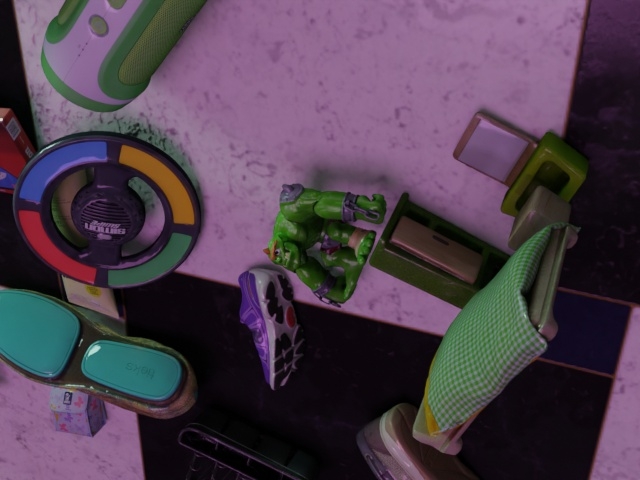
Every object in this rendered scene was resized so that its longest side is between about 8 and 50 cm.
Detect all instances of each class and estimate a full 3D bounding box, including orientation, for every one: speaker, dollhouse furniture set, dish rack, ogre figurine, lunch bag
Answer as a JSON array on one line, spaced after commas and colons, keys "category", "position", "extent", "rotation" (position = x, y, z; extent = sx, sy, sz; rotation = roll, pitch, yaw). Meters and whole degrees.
[{"category": "speaker", "position": [-0.178, -0.265, 0.939], "extent": [0.131, 0.131, 0.296], "rotation": [43, 128, -6]}, {"category": "dollhouse furniture set", "position": [0.131, 0.024, 0.873], "extent": [0.151, 0.301, 0.197], "rotation": [28, 130, 2]}, {"category": "dish rack", "position": [-0.120, 0.381, 1.356], "extent": [0.208, 0.074, 0.271], "rotation": [25, 127, 9]}, {"category": "ogre figurine", "position": [0.000, 0.000, 1.051], "extent": [0.118, 0.096, 0.197], "rotation": [22, 163, 3]}, {"category": "lunch bag", "position": [-0.376, 0.255, 1.405], "extent": [0.071, 0.053, 0.083], "rotation": [6, 113, 19]}]

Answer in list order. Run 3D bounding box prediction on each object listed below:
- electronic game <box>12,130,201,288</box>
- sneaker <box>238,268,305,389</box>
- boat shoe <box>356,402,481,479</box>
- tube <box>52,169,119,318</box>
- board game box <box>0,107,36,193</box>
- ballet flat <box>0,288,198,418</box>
[{"category": "electronic game", "position": [-0.263, -0.033, 1.133], "extent": [0.229, 0.048, 0.229], "rotation": [-1, 126, -2]}, {"category": "sneaker", "position": [-0.067, 0.111, 1.181], "extent": [0.071, 0.068, 0.169], "rotation": [8, 116, 37]}, {"category": "boat shoe", "position": [0.152, 0.341, 1.198], "extent": [0.092, 0.103, 0.285], "rotation": [-29, 102, 40]}, {"category": "tube", "position": [-0.325, 0.002, 1.219], "extent": [0.062, 0.070, 0.240], "rotation": [-14, 127, -15]}, {"category": "board game box", "position": [-0.499, -0.126, 1.202], "extent": [0.281, 0.027, 0.145], "rotation": [8, 143, 19]}, {"category": "ballet flat", "position": [-0.330, 0.169, 1.303], "extent": [0.349, 0.123, 0.123], "rotation": [17, 126, 16]}]
